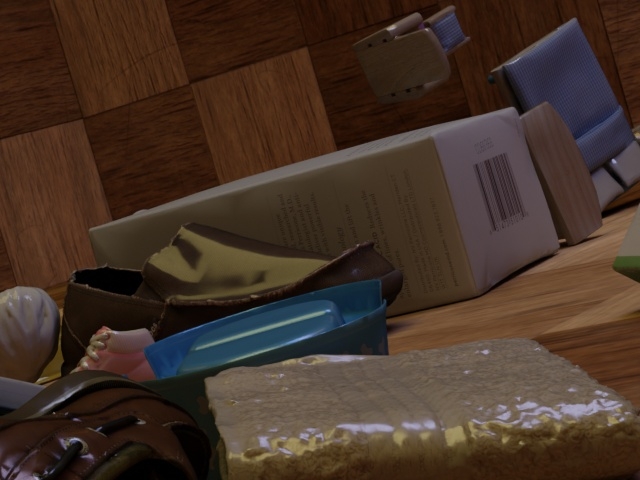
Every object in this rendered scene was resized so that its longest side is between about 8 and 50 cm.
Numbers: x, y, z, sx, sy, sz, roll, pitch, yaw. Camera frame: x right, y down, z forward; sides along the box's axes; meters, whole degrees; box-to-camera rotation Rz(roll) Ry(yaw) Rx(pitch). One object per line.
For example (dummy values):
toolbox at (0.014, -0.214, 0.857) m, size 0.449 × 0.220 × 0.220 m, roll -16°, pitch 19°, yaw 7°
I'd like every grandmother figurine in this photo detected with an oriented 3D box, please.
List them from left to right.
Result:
grandmother figurine at (-0.394, 0.131, 1.808) m, size 0.342 × 0.104 × 0.208 m, roll -23°, pitch 10°, yaw 17°

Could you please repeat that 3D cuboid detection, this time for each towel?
towel at (0.039, 0.084, 0.940) m, size 0.187 × 0.049 × 0.282 m, roll -6°, pitch 3°, yaw -5°

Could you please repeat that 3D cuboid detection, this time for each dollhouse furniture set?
dollhouse furniture set at (0.251, -0.155, 2.011) m, size 0.303 × 0.286 × 0.198 m, roll -32°, pitch 12°, yaw -32°

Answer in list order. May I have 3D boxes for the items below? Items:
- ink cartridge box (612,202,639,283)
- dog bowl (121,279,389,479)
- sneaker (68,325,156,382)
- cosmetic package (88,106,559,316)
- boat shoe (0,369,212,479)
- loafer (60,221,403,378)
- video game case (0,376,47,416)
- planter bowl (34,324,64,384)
ink cartridge box at (0.284, -0.078, 1.264) m, size 0.056 × 0.235 × 0.171 m, roll 25°, pitch -7°, yaw -13°
dog bowl at (-0.030, 0.088, 1.224) m, size 0.166 × 0.074 × 0.297 m, roll -16°, pitch 4°, yaw 1°
sneaker at (-0.196, 0.113, 1.628) m, size 0.134 × 0.070 × 0.051 m, roll -18°, pitch 6°, yaw -18°
cosmetic package at (0.000, 0.000, 1.843) m, size 0.385 × 0.156 × 0.217 m, roll -16°, pitch 3°, yaw 30°
boat shoe at (-0.106, 0.127, 0.864) m, size 0.104 × 0.111 × 0.307 m, roll 18°, pitch 6°, yaw 19°
loafer at (-0.099, 0.048, 1.694) m, size 0.366 × 0.130 × 0.134 m, roll -14°, pitch 4°, yaw 32°
video game case at (-0.247, 0.122, 1.391) m, size 0.201 × 0.023 × 0.183 m, roll 17°, pitch -20°, yaw -40°
planter bowl at (-0.355, 0.117, 2.121) m, size 0.217 × 0.090 × 0.217 m, roll -16°, pitch 3°, yaw 1°
